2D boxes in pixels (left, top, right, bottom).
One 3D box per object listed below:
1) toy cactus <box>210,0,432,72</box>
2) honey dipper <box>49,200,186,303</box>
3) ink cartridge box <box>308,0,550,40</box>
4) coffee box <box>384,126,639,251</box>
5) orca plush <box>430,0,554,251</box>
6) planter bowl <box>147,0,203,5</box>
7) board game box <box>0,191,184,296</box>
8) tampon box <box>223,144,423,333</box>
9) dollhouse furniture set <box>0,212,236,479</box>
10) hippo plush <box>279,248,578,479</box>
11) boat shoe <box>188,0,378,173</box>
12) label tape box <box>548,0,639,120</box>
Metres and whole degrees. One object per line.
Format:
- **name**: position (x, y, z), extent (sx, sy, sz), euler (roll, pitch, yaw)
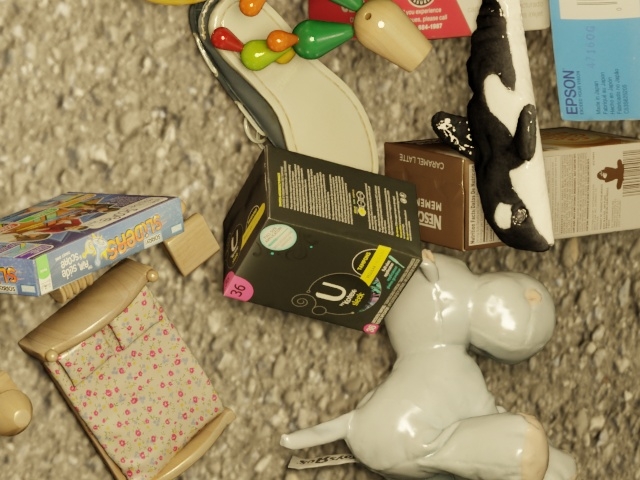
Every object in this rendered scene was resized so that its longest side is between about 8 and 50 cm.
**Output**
- **toy cactus**: position (0.021, -0.222, 1.839), extent (0.180, 0.112, 0.219), euler (40, 88, -9)
- **honey dipper**: position (-0.191, 0.007, 1.888), extent (0.160, 0.030, 0.030), euler (-35, 116, -29)
- **ink cartridge box**: position (0.107, -0.355, 1.963), extent (0.226, 0.131, 0.306), euler (-9, 105, -33)
- **coffee box**: position (0.204, -0.057, 2.075), extent (0.246, 0.141, 0.098), euler (-7, 102, -32)
- **orca plush**: position (0.154, -0.128, 1.907), extent (0.102, 0.151, 0.287), euler (-8, 103, 5)
- **planter bowl**: position (-0.131, -0.331, 1.812), extent (0.217, 0.090, 0.217), euler (-19, 129, -25)
- **board game box**: position (-0.234, 0.000, 1.750), extent (0.201, 0.136, 0.035), euler (-26, 114, -51)
- **tampon box**: position (0.000, 0.000, 1.913), extent (0.161, 0.101, 0.120), euler (14, 134, -18)
- **dollhouse furniture set**: position (-0.145, 0.206, 1.863), extent (0.355, 0.174, 0.303), euler (-41, 119, -22)
- **hippo plush**: position (0.128, 0.140, 2.055), extent (0.294, 0.234, 0.236), euler (7, 73, 6)
- **boat shoe**: position (-0.038, -0.138, 1.933), extent (0.254, 0.079, 0.095), euler (46, 75, -29)
- **label tape box**: position (0.306, -0.320, 2.055), extent (0.348, 0.115, 0.249), euler (-75, 158, -51)
